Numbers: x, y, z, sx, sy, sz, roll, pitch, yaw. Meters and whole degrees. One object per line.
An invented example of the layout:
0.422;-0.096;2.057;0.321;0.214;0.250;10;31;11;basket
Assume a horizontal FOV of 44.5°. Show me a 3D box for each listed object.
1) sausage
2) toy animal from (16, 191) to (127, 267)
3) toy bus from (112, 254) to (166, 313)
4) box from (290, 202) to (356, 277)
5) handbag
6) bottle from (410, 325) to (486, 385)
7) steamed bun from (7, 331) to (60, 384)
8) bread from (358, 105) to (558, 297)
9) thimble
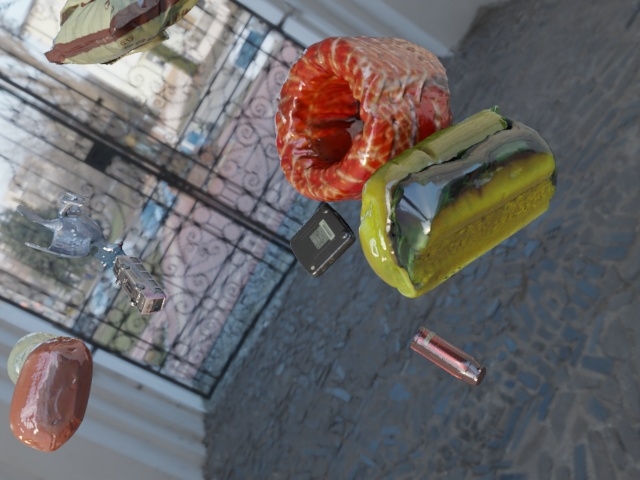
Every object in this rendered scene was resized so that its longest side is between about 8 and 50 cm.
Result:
-0.218;0.124;0.638;0.054;0.059;0.094;-8;67;56;sausage
-0.570;-0.018;1.802;0.239;0.256;0.176;-85;3;-68;toy animal
-0.298;0.071;1.280;0.131;0.052;0.036;43;120;41;toy bus
0.000;0.000;1.571;0.125;0.027;0.126;-46;46;10;box
-0.275;-0.332;1.116;0.235;0.127;0.213;5;46;43;handbag
0.272;0.247;1.650;0.060;0.164;0.060;-42;-30;-31;bottle
-0.511;0.226;1.436;0.091;0.130;0.112;17;85;50;steamed bun
0.231;-0.075;1.365;0.377;0.208;0.251;-33;-35;-26;bread
0.080;-0.244;1.571;0.350;0.231;0.349;9;101;53;thimble
